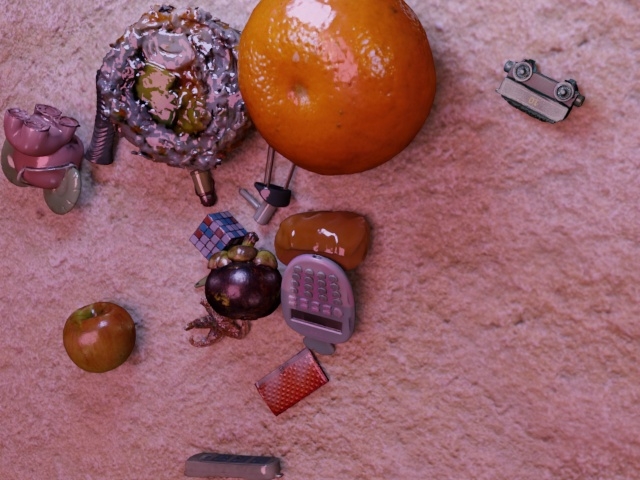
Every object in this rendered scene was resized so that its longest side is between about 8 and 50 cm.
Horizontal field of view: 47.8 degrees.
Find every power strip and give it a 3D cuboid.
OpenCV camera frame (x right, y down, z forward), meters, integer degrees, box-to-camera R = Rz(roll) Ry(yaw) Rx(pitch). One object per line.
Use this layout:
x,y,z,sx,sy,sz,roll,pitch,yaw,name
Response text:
-0.227,0.594,1.897,0.286,0.080,0.048,-4,94,25,power strip

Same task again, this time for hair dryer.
-0.163,-0.099,1.792,0.124,0.038,0.063,44,112,22,hair dryer

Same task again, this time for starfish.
-0.259,0.205,1.882,0.210,0.053,0.150,-42,91,20,starfish

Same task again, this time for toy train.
0.439,-0.298,1.452,0.172,0.070,0.099,32,117,17,toy train

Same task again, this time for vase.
-0.564,-0.321,1.916,0.116,0.115,0.237,27,112,20,vase

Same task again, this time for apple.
-0.601,0.266,1.970,0.196,0.196,0.195,4,99,25,apple

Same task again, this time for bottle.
-0.297,-0.133,1.844,0.063,0.047,0.101,-9,100,63,bottle

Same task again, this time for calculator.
-0.005,0.154,1.691,0.186,0.041,0.298,13,130,18,calculator

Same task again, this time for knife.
-0.252,0.078,1.869,0.207,0.014,0.030,-26,86,25,knife

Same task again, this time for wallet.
-0.074,0.357,1.820,0.196,0.020,0.103,-38,80,25,wallet

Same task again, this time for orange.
0.036,-0.346,1.496,0.424,0.326,0.423,17,123,29,orange

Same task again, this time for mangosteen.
-0.181,0.086,1.743,0.192,0.192,0.217,0,85,26,mangosteen

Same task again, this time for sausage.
0.000,0.001,1.676,0.241,0.120,0.136,-1,53,24,sausage

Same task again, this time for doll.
-0.763,-0.224,1.960,0.284,0.216,0.268,31,116,16,doll

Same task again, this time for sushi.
-0.330,-0.355,1.710,0.418,0.176,0.417,1,105,5,sushi

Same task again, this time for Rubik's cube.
-0.253,-0.008,1.812,0.092,0.092,0.092,46,114,13,Rubik's cube

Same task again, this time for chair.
-0.102,-0.195,1.718,0.095,0.104,0.221,20,103,49,chair
